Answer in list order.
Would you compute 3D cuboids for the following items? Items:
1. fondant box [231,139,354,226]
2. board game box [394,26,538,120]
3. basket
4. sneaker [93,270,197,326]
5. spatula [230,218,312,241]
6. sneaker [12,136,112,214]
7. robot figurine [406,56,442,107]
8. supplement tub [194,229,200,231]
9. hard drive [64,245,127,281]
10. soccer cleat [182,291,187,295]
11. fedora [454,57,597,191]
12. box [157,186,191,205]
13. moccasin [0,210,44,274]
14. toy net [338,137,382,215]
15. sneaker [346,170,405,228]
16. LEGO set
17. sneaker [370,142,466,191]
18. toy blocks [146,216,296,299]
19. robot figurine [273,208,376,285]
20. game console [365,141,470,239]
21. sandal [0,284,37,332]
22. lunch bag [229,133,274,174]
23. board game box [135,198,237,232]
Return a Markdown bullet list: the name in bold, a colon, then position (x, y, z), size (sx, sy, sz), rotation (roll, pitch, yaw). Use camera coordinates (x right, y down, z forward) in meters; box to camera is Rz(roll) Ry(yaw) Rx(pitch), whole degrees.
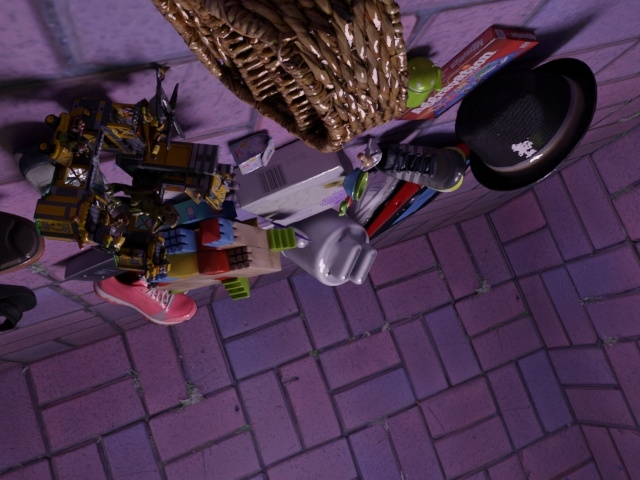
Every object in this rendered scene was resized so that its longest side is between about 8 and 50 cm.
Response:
- **fondant box**: position (-0.043, -0.137, 1.259), size (0.238, 0.096, 0.330), rotation (-22, 171, 10)
- **board game box**: position (0.286, -0.330, 1.066), size (0.145, 0.027, 0.281), rotation (-11, 167, -36)
- **basket**: position (-0.040, -0.201, 0.565), size (0.223, 0.213, 0.299), rotation (-22, 170, 5)
- **sneaker**: position (-0.512, 0.158, 1.542), size (0.314, 0.116, 0.136), rotation (22, 141, -15)
- **spatula**: position (-0.160, -0.038, 1.339), size (0.296, 0.030, 0.084), rotation (10, 176, 30)
- **sneaker**: position (-0.387, -0.072, 0.835), size (0.110, 0.122, 0.283), rotation (-19, 170, -10)
- **robot figurine**: position (0.172, -0.288, 0.947), size (0.101, 0.067, 0.115), rotation (-16, 169, -12)
- **supplement tub**: position (-0.331, 0.024, 1.485), size (0.117, 0.117, 0.190), rotation (-19, 170, -8)
- **hard drive**: position (-0.525, 0.042, 1.379), size (0.254, 0.054, 0.172), rotation (-21, 170, 6)
- **soccer cleat**: position (-0.468, 0.123, 1.671), size (0.116, 0.143, 0.331), rotation (-18, 170, -15)
- **fedora**: position (0.408, -0.269, 1.125), size (0.152, 0.334, 0.334), rotation (19, 152, -24)
- **box**: position (-0.329, -0.098, 1.094), size (0.081, 0.028, 0.136), rotation (-24, 168, 27)
- **moccasin**: position (-0.654, 0.039, 0.853), size (0.380, 0.139, 0.147), rotation (-18, 171, -12)
- **toy net**: position (0.102, -0.153, 1.212), size (0.232, 0.045, 0.122), rotation (-58, 160, -45)
- **sneaker**: position (0.158, -0.155, 1.517), size (0.111, 0.129, 0.297), rotation (-19, 155, -51)
- **LEGO set**: position (-0.235, -0.067, 0.772), size (0.192, 0.255, 0.331), rotation (6, 159, 5)
- **sneaker**: position (0.224, -0.181, 1.257), size (0.121, 0.111, 0.300), rotation (0, -170, -33)
- **toy blocks**: position (-0.281, 0.040, 1.183), size (0.381, 0.191, 0.261), rotation (-13, 168, 23)
- **robot figurine**: position (0.000, 0.000, 1.531), size (0.300, 0.353, 0.200), rotation (21, 99, -46)
- **game console**: position (0.321, -0.153, 1.575), size (0.386, 0.060, 0.342), rotation (-28, 161, -45)
- **sandal**: position (-0.852, 0.177, 1.299), size (0.167, 0.107, 0.446), rotation (-19, 170, -9)
- **lunch bag**: position (-0.129, -0.172, 1.024), size (0.083, 0.053, 0.071), rotation (-28, 173, -7)
- **board game box**: position (-0.308, -0.051, 1.203), size (0.160, 0.047, 0.210), rotation (-16, 180, 14)
